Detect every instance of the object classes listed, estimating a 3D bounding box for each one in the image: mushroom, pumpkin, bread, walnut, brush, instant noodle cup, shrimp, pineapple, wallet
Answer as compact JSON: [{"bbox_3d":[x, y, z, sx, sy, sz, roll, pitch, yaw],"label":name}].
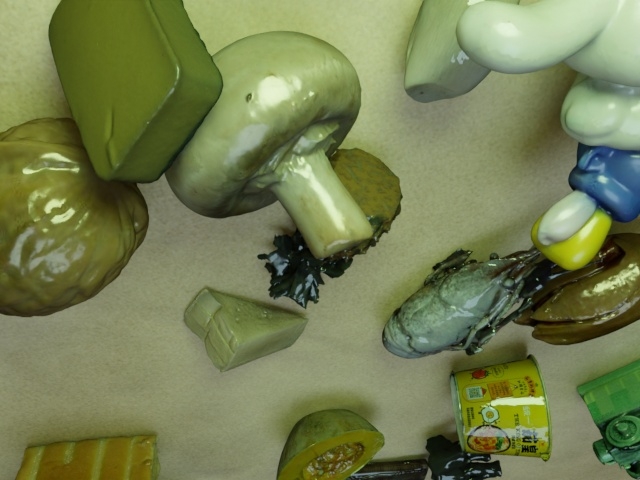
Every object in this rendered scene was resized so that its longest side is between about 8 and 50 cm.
[{"bbox_3d":[-0.034,-0.076,0.570,0.207,0.207,0.215,-37,87,24],"label":"mushroom"},{"bbox_3d":[0.006,0.381,1.125,0.217,0.110,0.217,-13,132,-15],"label":"pumpkin"},{"bbox_3d":[-0.108,0.120,0.894,0.152,0.105,0.077,-11,146,-49],"label":"bread"},{"bbox_3d":[0.150,-0.219,0.565,0.097,0.088,0.212,19,121,-23],"label":"mushroom"},{"bbox_3d":[0.394,0.070,0.865,0.245,0.137,0.137,-32,131,21],"label":"walnut"},{"bbox_3d":[-0.157,-0.152,0.498,0.059,0.197,0.123,8,137,-49],"label":"brush"},{"bbox_3d":[0.308,0.295,1.051,0.144,0.182,0.182,-6,135,6],"label":"instant noodle cup"},{"bbox_3d":[-0.391,0.447,1.001,0.239,0.246,0.111,-4,117,-7],"label":"bread"},{"bbox_3d":[0.231,0.084,0.861,0.145,0.116,0.343,29,130,-33],"label":"shrimp"},{"bbox_3d":[0.000,0.000,0.751,0.125,0.125,0.251,11,141,-21],"label":"pineapple"},{"bbox_3d":[-0.276,-0.024,0.599,0.213,0.213,0.213,-6,135,-6],"label":"walnut"},{"bbox_3d":[0.117,0.529,1.325,0.230,0.042,0.124,-3,131,-9],"label":"wallet"}]

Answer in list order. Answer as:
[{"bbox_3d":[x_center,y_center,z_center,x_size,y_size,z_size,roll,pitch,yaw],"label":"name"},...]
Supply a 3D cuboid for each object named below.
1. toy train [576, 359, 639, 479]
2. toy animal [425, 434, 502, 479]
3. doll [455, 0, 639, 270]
[{"bbox_3d":[0.633,0.303,1.097,0.301,0.202,0.120,-33,108,20],"label":"toy train"},{"bbox_3d":[0.296,0.467,1.248,0.146,0.114,0.245,-13,135,1],"label":"toy animal"},{"bbox_3d":[0.316,-0.158,0.591,0.376,0.187,0.365,-18,133,4],"label":"doll"}]
